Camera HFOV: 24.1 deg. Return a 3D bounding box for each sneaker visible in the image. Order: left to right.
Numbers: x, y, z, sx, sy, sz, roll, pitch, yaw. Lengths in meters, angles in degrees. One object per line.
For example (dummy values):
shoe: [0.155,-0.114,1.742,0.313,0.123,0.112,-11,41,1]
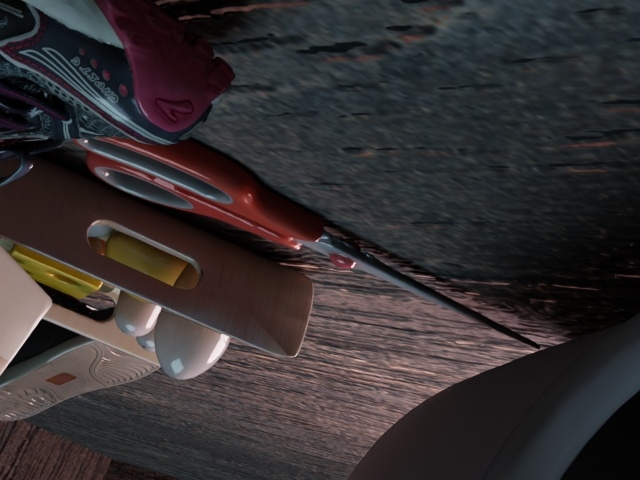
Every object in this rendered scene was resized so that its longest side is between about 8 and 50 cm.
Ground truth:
sneaker: [-0.157,-0.062,0.626,0.299,0.112,0.121,7,161,42]
sneaker: [-0.214,0.066,1.285,0.222,0.118,0.083,-21,146,24]

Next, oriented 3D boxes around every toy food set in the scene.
toy food set: [-0.152,0.034,1.021,0.219,0.092,0.306,24,165,-15]

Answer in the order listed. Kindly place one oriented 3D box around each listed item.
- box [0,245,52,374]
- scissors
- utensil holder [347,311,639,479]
box: [-0.305,-0.026,0.804,0.148,0.121,0.311,8,146,44]
scissors: [0.000,0.000,0.818,0.297,0.021,0.109,24,164,-5]
utensil holder: [0.167,0.191,0.694,0.327,0.328,0.385,22,169,-6]
